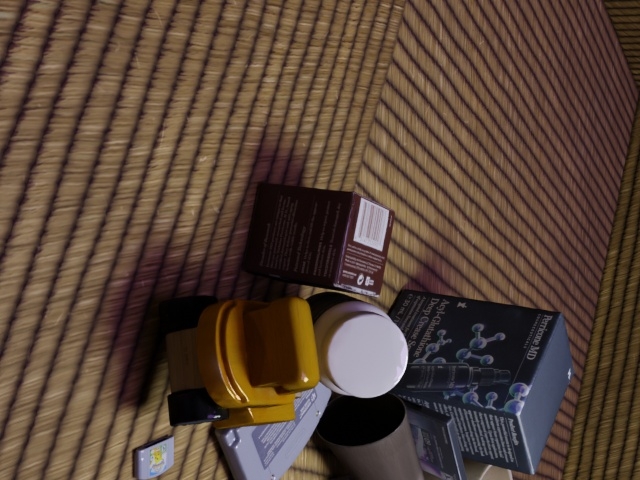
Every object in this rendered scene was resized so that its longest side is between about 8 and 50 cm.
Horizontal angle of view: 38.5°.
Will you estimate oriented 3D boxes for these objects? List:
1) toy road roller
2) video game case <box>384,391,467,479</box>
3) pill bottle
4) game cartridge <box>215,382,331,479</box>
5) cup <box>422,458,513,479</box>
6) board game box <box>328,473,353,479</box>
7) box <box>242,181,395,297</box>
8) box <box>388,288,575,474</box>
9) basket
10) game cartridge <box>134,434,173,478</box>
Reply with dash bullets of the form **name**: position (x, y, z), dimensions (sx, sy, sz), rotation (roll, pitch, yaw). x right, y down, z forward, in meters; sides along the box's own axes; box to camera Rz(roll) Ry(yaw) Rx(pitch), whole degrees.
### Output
- **toy road roller**: position (-0.090, 0.187, 1.474), dimensions (0.329, 0.240, 0.203), rotation (17, 62, -61)
- **video game case**: position (0.179, 0.405, 1.953), dimensions (0.026, 0.274, 0.196), rotation (-42, 131, -33)
- **pill bottle**: position (0.043, 0.179, 1.593), dimensions (0.283, 0.161, 0.161), rotation (-173, -91, -78)
- **game cartridge**: position (-0.081, 0.333, 1.733), dimensions (0.294, 0.060, 0.196), rotation (-49, 131, -42)
- **cup**: position (0.301, 0.673, 2.234), dimensions (0.331, 0.236, 0.331), rotation (-15, 108, -56)
- **board game box**: position (0.081, 0.677, 2.045), dimensions (0.318, 0.065, 0.318), rotation (4, 93, -58)
- **box**: position (0.000, 0.000, 1.653), dimensions (0.168, 0.203, 0.167), rotation (18, 81, -57)
- **box**: position (0.322, 0.304, 2.045), dimensions (0.293, 0.395, 0.212), rotation (-56, 139, -37)
- **basket**: position (0.122, 0.443, 1.904), dimensions (0.227, 0.204, 0.154), rotation (63, 39, -29)
- **game cartridge**: position (-0.266, 0.351, 1.475), dimensions (0.083, 0.017, 0.056), rotation (-12, 110, -56)
